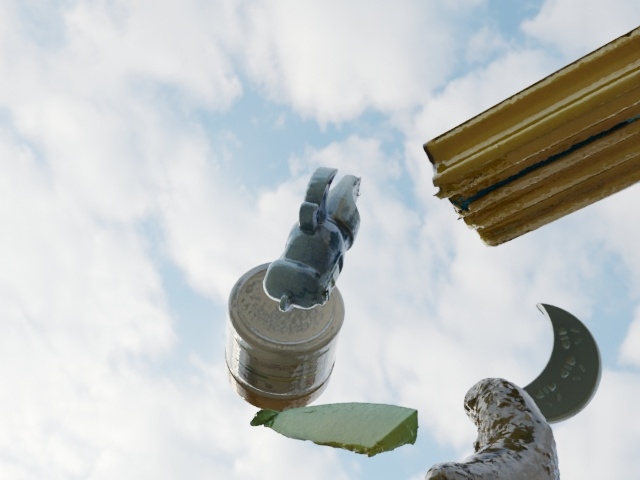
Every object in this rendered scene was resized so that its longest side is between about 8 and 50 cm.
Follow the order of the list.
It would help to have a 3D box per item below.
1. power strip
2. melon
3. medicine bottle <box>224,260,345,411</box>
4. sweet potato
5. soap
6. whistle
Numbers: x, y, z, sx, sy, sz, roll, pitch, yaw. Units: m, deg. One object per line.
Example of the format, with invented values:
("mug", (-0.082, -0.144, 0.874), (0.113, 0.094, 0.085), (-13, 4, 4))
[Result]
("power strip", (0.413, 0.246, 1.183), (0.168, 0.253, 0.054), (23, -15, 33))
("melon", (0.015, 0.291, 0.994), (0.262, 0.114, 0.053), (-2, -70, 21))
("medicine bottle", (-0.080, 0.199, 1.353), (0.238, 0.237, 0.231), (10, -43, 1))
("sweet potato", (0.185, 0.225, 0.669), (0.124, 0.310, 0.098), (41, -68, 13))
("soap", (0.322, -0.125, 0.887), (0.325, 0.096, 0.204), (-27, -40, 22))
("whistle", (0.000, 0.000, 0.920), (0.093, 0.269, 0.180), (11, -46, 16))
